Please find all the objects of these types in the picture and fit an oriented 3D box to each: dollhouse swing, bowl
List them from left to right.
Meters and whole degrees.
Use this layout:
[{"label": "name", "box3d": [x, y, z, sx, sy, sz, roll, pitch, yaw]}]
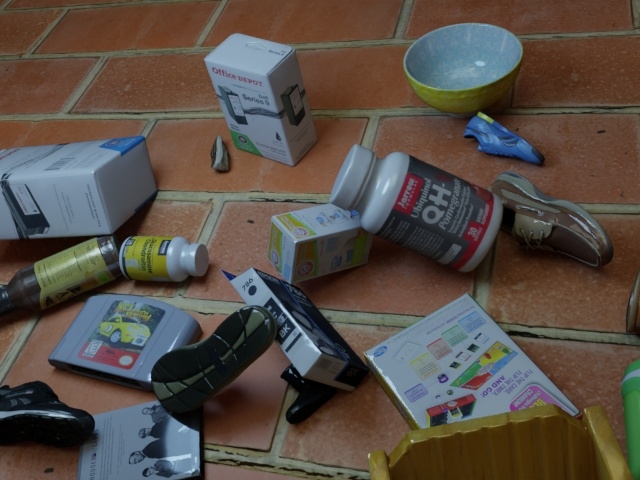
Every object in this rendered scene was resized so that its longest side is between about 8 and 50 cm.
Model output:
[{"label": "bowl", "box3d": [0.363, -0.406, 1.786, 0.290, 0.156, 0.289, -8, 46, 8]}, {"label": "dollhouse swing", "box3d": [0.267, 0.454, 0.941, 0.347, 0.315, 0.305, -12, 26, 4]}]

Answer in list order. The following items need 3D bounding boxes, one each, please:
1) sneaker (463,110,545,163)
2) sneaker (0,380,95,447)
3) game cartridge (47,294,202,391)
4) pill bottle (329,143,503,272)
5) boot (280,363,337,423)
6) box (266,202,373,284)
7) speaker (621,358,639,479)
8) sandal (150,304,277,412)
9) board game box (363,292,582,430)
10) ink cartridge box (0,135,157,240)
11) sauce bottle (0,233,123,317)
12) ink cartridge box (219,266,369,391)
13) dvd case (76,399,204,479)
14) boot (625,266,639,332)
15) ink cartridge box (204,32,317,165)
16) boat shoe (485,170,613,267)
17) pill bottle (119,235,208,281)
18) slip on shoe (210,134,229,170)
[{"label": "sneaker", "box3d": [0.433, -0.224, 1.674, 0.209, 0.069, 0.082, 40, 100, 30]}, {"label": "sneaker", "box3d": [-0.554, 0.324, 1.386, 0.284, 0.107, 0.124, -4, 40, 22]}, {"label": "game cartridge", "box3d": [-0.412, 0.209, 1.503, 0.295, 0.060, 0.196, 8, 47, 21]}, {"label": "pill bottle", "box3d": [0.187, -0.072, 1.422, 0.319, 0.176, 0.176, 23, 51, -7]}, {"label": "boot", "box3d": [-0.039, 0.281, 1.338, 0.121, 0.045, 0.099, -32, 50, -24]}, {"label": "box", "box3d": [0.000, 0.000, 1.495, 0.203, 0.114, 0.103, -13, 41, -31]}, {"label": "speaker", "box3d": [0.533, 0.331, 1.077, 0.131, 0.131, 0.296, 1, 49, 16]}, {"label": "sandal", "box3d": [-0.193, 0.229, 1.326, 0.303, 0.086, 0.120, -32, 73, 17]}, {"label": "board game box", "box3d": [0.260, 0.265, 1.256, 0.242, 0.064, 0.316, -28, 47, -11]}, {"label": "ink cartridge box", "box3d": [-0.651, -0.130, 1.743, 0.395, 0.166, 0.285, -3, 24, 13]}, {"label": "sauce bottle", "box3d": [-0.620, 0.094, 1.627, 0.345, 0.111, 0.111, -23, 46, -5]}, {"label": "ink cartridge box", "box3d": [-0.055, 0.151, 1.377, 0.065, 0.165, 0.333, -53, 50, 8]}, {"label": "dvd case", "box3d": [-0.339, 0.390, 1.330, 0.239, 0.029, 0.179, -14, 46, 3]}, {"label": "boot", "box3d": [0.697, 0.094, 1.285, 0.220, 0.109, 0.283, 25, 51, 28]}, {"label": "ink cartridge box", "box3d": [-0.147, -0.354, 1.786, 0.211, 0.289, 0.121, 21, 56, 31]}, {"label": "boat shoe", "box3d": [0.449, -0.026, 1.448, 0.116, 0.123, 0.324, -35, 40, -12]}, {"label": "pill bottle", "box3d": [-0.354, 0.042, 1.605, 0.184, 0.103, 0.103, 1, 48, 16]}, {"label": "slip on shoe", "box3d": [-0.265, -0.231, 1.879, 0.041, 0.051, 0.135, 18, 32, -22]}]
